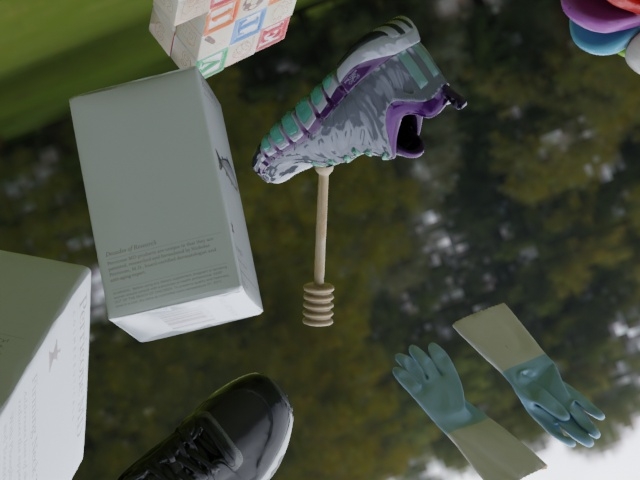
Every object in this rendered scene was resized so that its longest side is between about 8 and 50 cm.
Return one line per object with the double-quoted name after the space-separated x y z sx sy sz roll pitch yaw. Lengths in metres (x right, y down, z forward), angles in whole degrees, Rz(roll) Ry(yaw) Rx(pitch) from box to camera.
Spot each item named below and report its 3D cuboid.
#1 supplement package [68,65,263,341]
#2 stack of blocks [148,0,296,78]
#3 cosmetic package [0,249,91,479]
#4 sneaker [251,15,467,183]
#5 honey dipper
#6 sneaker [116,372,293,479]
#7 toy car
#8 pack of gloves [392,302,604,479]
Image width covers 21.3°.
-0.117 -0.026 1.310 0.105 0.179 0.105 -14 166 5 "supplement package"
-0.100 -0.291 1.729 0.171 0.087 0.297 -29 160 -26 "stack of blocks"
-0.499 0.229 2.106 0.328 0.329 0.393 10 -149 6 "cosmetic package"
0.026 -0.085 1.398 0.083 0.098 0.224 -37 176 -41 "sneaker"
0.000 0.000 1.607 0.031 0.160 0.030 2 -170 0 "honey dipper"
-0.145 0.252 1.751 0.283 0.107 0.124 -45 169 16 "sneaker"
0.318 -0.261 1.769 0.136 0.159 0.182 -10 147 -20 "toy car"
0.207 0.192 2.019 0.195 0.232 0.046 -19 141 -30 "pack of gloves"
